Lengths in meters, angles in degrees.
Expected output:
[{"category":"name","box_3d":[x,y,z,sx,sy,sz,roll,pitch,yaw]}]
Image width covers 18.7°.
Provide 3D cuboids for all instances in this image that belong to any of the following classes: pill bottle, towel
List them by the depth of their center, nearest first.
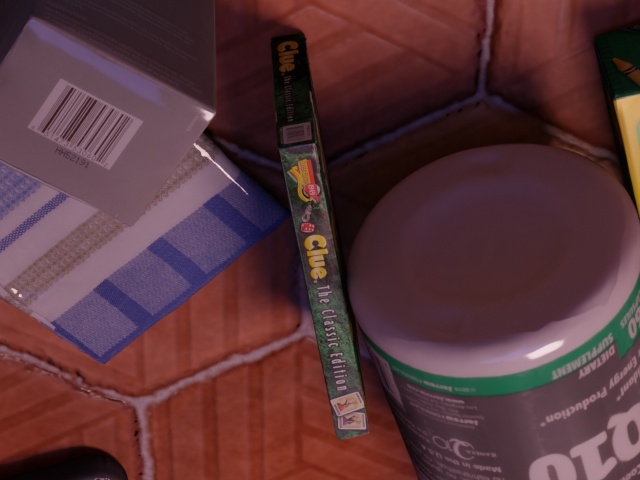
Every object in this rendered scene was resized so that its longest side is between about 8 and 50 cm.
[{"category":"towel","box_3d":[-0.188,-0.043,1.372,0.209,0.034,0.285,-37,124,20]},{"category":"pill bottle","box_3d":[0.158,0.120,1.408,0.204,0.204,0.361,-15,135,7]}]

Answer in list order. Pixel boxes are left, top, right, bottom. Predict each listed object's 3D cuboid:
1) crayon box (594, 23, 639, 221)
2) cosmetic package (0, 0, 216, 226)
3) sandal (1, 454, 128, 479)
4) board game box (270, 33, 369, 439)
[{"category":"crayon box","box_3d":[0.305,-0.036,1.385,0.165,0.081,0.278,-14,128,6]},{"category":"cosmetic package","box_3d":[-0.137,-0.135,1.177,0.127,0.238,0.107,27,119,-20]},{"category":"sandal","box_3d":[-0.280,0.224,1.567,0.254,0.054,0.097,-12,136,-7]},{"category":"board game box","box_3d":[0.000,0.000,1.354,0.030,0.136,0.260,-7,129,4]}]
